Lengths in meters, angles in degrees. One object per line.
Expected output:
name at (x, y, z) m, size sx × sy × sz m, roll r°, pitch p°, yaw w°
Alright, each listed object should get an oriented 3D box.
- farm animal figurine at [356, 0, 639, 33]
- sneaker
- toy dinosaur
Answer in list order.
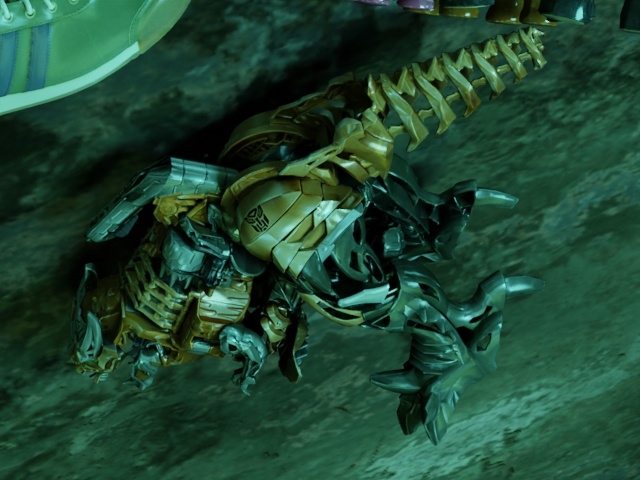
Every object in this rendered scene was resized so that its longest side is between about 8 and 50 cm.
farm animal figurine at (0.145, -0.169, 0.813) m, size 0.327 × 0.172 × 0.330 m, roll 7°, pitch -174°, yaw 2°
sneaker at (-0.158, -0.103, 0.916) m, size 0.192 × 0.064 × 0.086 m, roll -23°, pitch 153°, yaw 8°
toy dinosaur at (0.000, 0.000, 1.104) m, size 0.218 × 0.164 × 0.322 m, roll 30°, pitch 145°, yaw -33°
